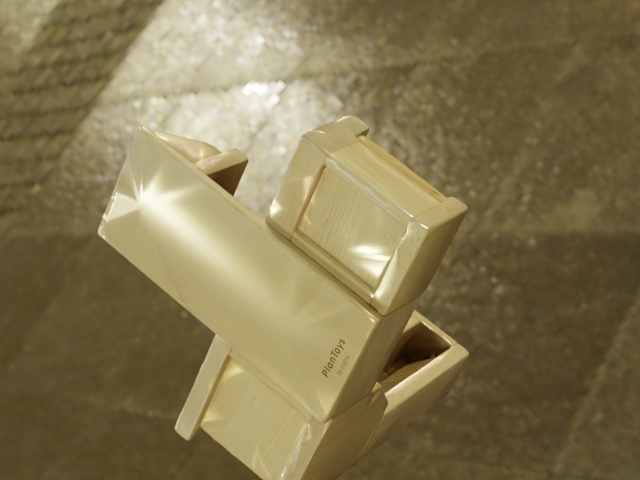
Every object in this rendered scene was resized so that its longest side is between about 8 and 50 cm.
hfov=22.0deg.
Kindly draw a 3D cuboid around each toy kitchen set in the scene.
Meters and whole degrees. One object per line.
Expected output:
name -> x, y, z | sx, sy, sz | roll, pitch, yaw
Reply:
toy kitchen set -> 0.000, 0.000, 0.374 | 0.075, 0.068, 0.083 | -28, -30, -51
